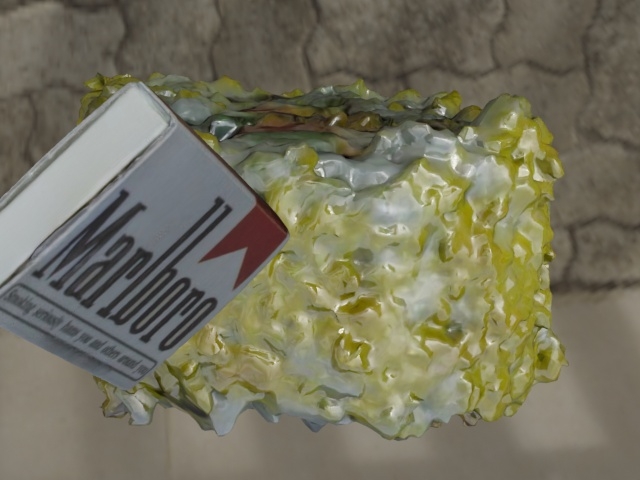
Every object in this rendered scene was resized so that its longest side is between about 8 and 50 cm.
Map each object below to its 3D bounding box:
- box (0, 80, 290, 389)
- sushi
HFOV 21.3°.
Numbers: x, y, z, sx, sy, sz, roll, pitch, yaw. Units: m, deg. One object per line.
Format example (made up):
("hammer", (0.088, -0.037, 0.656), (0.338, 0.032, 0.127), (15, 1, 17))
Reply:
("box", (-0.084, 0.003, 0.755), (0.115, 0.036, 0.177), (-44, 159, 0))
("sushi", (0.000, 0.000, 1.240), (0.351, 0.396, 0.240), (0, 100, -11))
